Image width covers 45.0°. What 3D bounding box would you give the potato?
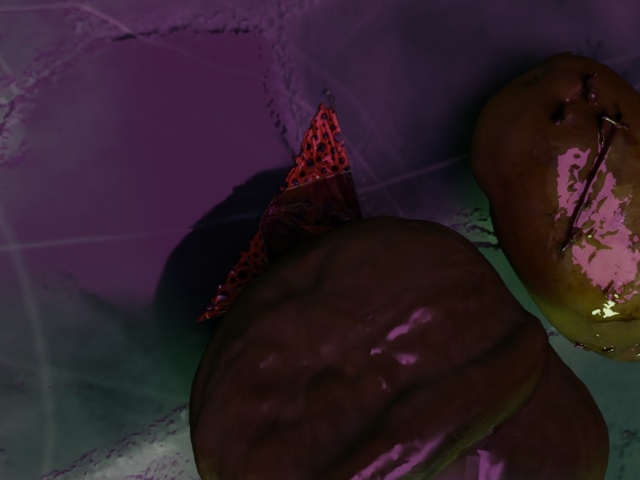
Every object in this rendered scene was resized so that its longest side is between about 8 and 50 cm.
[{"bbox_3d":[0.241,-0.009,0.662,0.173,0.140,0.300,-40,111,-12],"label":"potato"}]

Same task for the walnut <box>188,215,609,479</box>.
[{"bbox_3d":[0.050,0.137,0.577,0.277,0.282,0.253,-34,151,-2],"label":"walnut"}]

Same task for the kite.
[{"bbox_3d":[0.000,0.000,0.659,0.125,0.008,0.222,29,94,-22],"label":"kite"}]
